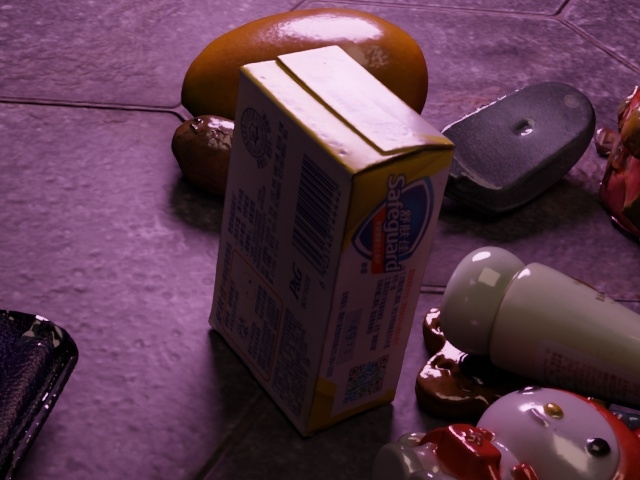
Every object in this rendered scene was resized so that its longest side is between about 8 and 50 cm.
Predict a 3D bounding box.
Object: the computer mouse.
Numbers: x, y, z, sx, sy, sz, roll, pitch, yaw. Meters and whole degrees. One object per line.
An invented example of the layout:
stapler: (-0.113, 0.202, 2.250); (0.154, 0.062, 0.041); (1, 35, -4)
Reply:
computer mouse: (0.197, -0.091, 1.354); (0.229, 0.068, 0.113); (-30, 64, -27)

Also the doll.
doll: (0.176, 0.176, 0.943); (0.290, 0.130, 0.161); (1, 20, -32)

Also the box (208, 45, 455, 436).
box: (0.000, 0.000, 1.029); (0.097, 0.265, 0.168); (-15, 41, -31)

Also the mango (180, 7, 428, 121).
mango: (-0.013, -0.172, 1.357); (0.254, 0.139, 0.175); (6, 30, 6)

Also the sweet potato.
sweet potato: (-0.022, -0.060, 1.265); (0.273, 0.075, 0.075); (17, 38, 7)

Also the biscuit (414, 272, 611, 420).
biscuit: (0.180, 0.094, 1.134); (0.180, 0.039, 0.236); (23, 37, 20)

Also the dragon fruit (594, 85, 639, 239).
dragon fruit: (0.458, -0.131, 1.295); (0.314, 0.263, 0.296); (12, 37, 5)

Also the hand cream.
hand cream: (0.241, 0.096, 1.019); (0.306, 0.093, 0.147); (24, -5, 23)

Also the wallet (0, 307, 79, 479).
wallet: (-0.340, 0.131, 0.961); (0.262, 0.071, 0.221); (11, 42, 8)
